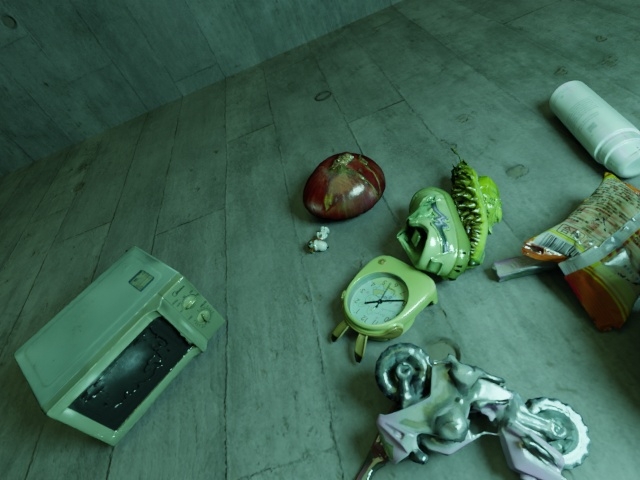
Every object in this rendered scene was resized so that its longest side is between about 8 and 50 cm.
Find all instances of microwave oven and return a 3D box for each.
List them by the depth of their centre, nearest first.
[{"bbox_3d":[-0.453,0.232,0.943,0.287,0.218,0.354,19,59,39],"label":"microwave oven"}]

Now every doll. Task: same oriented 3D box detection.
[{"bbox_3d":[-0.006,-0.002,1.089,0.058,0.040,0.085,-4,50,6],"label":"doll"}]

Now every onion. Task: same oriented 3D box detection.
[{"bbox_3d":[0.062,-0.161,1.138,0.248,0.161,0.248,-24,21,10],"label":"onion"}]

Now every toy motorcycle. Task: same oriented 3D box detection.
[{"bbox_3d":[0.227,0.293,0.625,0.328,0.143,0.187,18,66,20],"label":"toy motorcycle"}]

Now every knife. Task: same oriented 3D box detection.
[{"bbox_3d":[0.094,0.376,0.684,0.036,0.018,0.247,11,53,37],"label":"knife"}]

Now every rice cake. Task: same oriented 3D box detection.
[{"bbox_3d":[0.461,0.040,0.822,0.207,0.036,0.047,-15,59,10],"label":"rice cake"}]

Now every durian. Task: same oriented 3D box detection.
[{"bbox_3d":[0.358,-0.098,0.938,0.106,0.132,0.374,-46,27,48],"label":"durian"}]

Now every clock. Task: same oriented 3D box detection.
[{"bbox_3d":[0.123,0.145,0.860,0.232,0.069,0.170,-43,46,-16],"label":"clock"}]

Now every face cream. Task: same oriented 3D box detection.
[{"bbox_3d":[0.682,-0.274,0.979,0.102,0.101,0.345,-14,44,13],"label":"face cream"}]

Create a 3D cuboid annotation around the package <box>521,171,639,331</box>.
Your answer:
[{"bbox_3d":[0.548,0.009,0.736,0.288,0.108,0.223,-37,73,-10],"label":"package"}]

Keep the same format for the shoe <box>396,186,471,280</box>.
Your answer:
[{"bbox_3d":[0.249,-0.030,0.892,0.140,0.128,0.262,-54,32,35],"label":"shoe"}]
